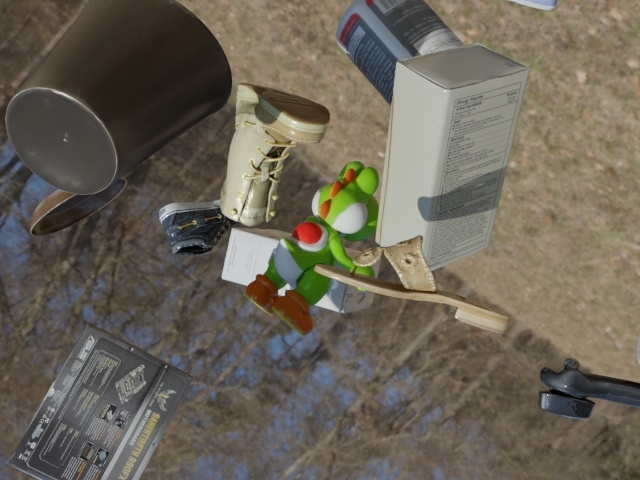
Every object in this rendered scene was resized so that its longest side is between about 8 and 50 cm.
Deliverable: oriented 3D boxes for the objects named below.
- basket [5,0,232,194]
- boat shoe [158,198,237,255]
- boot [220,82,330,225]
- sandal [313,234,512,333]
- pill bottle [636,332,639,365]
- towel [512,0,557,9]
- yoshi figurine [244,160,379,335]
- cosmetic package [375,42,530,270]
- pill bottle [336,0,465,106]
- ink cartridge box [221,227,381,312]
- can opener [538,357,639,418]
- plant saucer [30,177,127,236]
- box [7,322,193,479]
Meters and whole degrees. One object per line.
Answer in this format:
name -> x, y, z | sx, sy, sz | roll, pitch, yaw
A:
basket -> -0.232, -0.165, 0.839 | 0.204, 0.154, 0.227 | 33, -139, -8
boat shoe -> -0.181, -0.021, 1.261 | 0.183, 0.065, 0.083 | -8, -112, -35
boot -> -0.076, -0.114, 1.083 | 0.095, 0.203, 0.262 | 6, -164, -28
sandal -> 0.118, 0.035, 0.879 | 0.240, 0.079, 0.088 | 18, -175, 0
pill bottle -> 0.586, 0.161, 0.985 | 0.278, 0.162, 0.162 | 25, -169, 9
towel -> 0.320, -0.538, 1.248 | 0.209, 0.034, 0.285 | 28, 144, 29
yoshi figurine -> 0.017, 0.015, 1.518 | 0.203, 0.362, 0.203 | 36, 171, -8
cosmetic package -> 0.187, -0.116, 1.098 | 0.160, 0.309, 0.113 | -19, -139, -29
pill bottle -> 0.170, -0.295, 1.266 | 0.283, 0.161, 0.161 | 53, -165, 15
ink cartridge box -> -0.039, 0.064, 1.743 | 0.307, 0.129, 0.223 | 14, -175, 21
can opener -> 0.386, 0.202, 0.994 | 0.186, 0.073, 0.059 | 6, -165, 2
plant saucer -> -0.456, -0.074, 1.378 | 0.036, 0.198, 0.198 | 57, -166, 2
box -> -0.327, 0.268, 1.122 | 0.183, 0.231, 0.056 | 28, 167, -8
